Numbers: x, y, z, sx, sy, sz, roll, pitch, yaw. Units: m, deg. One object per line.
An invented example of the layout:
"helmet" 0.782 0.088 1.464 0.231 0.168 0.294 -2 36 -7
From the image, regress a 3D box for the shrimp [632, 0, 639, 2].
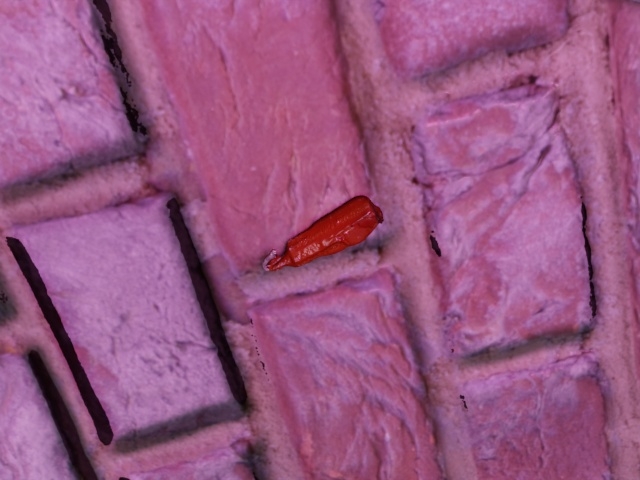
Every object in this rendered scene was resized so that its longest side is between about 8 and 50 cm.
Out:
"shrimp" 0.306 -0.306 0.999 0.233 0.079 0.090 18 153 -10

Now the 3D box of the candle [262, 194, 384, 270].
"candle" 0.000 0.000 1.155 0.162 0.048 0.053 -29 88 13
